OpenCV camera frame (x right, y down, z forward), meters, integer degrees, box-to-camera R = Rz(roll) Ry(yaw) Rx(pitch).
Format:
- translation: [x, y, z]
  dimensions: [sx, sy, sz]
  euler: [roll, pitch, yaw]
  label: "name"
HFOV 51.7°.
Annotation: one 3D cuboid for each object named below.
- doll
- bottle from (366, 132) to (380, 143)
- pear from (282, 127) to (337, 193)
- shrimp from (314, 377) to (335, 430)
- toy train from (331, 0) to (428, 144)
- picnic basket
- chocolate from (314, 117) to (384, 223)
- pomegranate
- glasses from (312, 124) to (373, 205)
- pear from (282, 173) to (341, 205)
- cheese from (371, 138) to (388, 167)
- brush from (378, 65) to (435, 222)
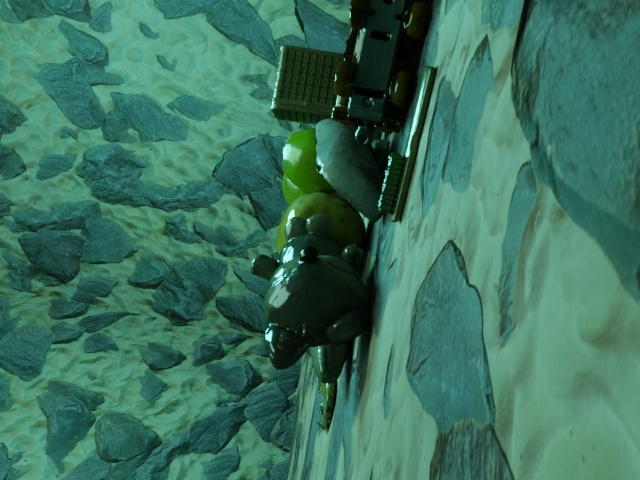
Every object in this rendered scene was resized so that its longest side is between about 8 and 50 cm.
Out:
- translation: [0.018, 0.160, 1.461]
  dimensions: [0.378, 0.252, 0.382]
  euler: [58, -163, -32]
  label: "doll"
- translation: [0.153, -0.338, 1.905]
  dimensions: [0.053, 0.053, 0.140]
  euler: [-151, 73, -88]
  label: "bottle"
- translation: [0.012, -0.206, 1.758]
  dimensions: [0.187, 0.220, 0.187]
  euler: [12, -90, -81]
  label: "pear"
- translation: [0.009, 0.429, 1.782]
  dimensions: [0.217, 0.051, 0.150]
  euler: [-175, 89, -84]
  label: "shrimp"
- translation: [0.133, -0.393, 1.462]
  dimensions: [0.231, 0.163, 0.369]
  euler: [-43, -35, -79]
  label: "toy train"
- translation: [0.038, -0.375, 1.713]
  dimensions: [0.228, 0.313, 0.175]
  euler: [-117, 35, -87]
  label: "picnic basket"
- translation: [0.079, -0.179, 1.516]
  dimensions: [0.100, 0.185, 0.303]
  euler: [-36, 28, 22]
  label: "chocolate"
- translation: [0.000, 0.000, 1.725]
  dimensions: [0.260, 0.261, 0.260]
  euler: [-169, 90, -88]
  label: "pomegranate"
- translation: [0.027, -0.220, 1.908]
  dimensions: [0.234, 0.268, 0.118]
  euler: [103, -165, -46]
  label: "glasses"
- translation: [0.004, -0.187, 2.231]
  dimensions: [0.294, 0.294, 0.294]
  euler: [-169, 90, -88]
  label: "pear"
- translation: [0.134, -0.168, 1.694]
  dimensions: [0.065, 0.043, 0.194]
  euler: [-93, 15, -58]
  label: "cheese"
- translation: [0.153, -0.173, 1.188]
  dimensions: [0.054, 0.048, 0.282]
  euler: [-99, 22, -76]
  label: "brush"
